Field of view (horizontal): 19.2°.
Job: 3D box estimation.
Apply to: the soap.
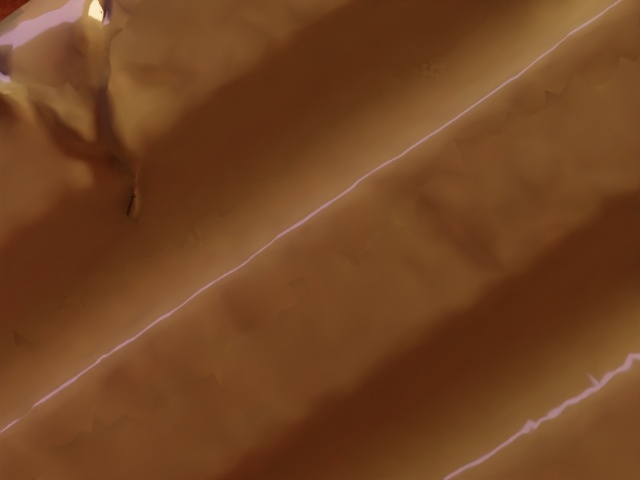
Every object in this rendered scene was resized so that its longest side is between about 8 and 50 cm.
[{"bbox_3d":[-0.046,0.075,0.388,0.347,0.208,0.115,-35,3,5],"label":"soap"}]
